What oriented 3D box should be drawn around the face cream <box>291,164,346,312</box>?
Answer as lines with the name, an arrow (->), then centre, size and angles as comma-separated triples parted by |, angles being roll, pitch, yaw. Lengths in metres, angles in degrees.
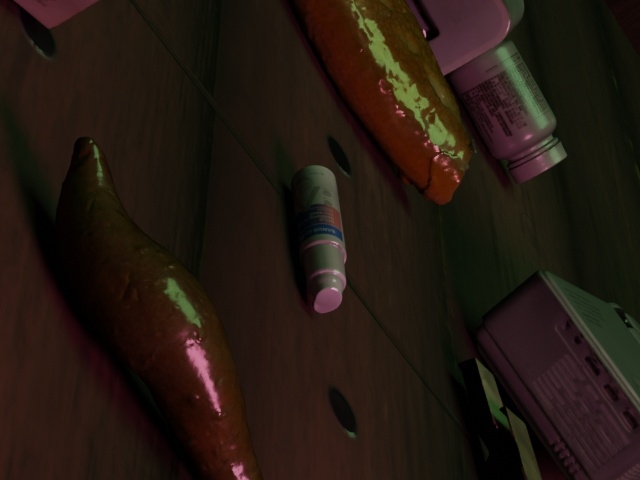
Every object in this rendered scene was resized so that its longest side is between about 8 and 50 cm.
face cream -> 0.000, 0.000, 1.395 | 0.034, 0.034, 0.130 | 49, 22, -36

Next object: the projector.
projector -> 0.248, 0.141, 1.740 | 0.192, 0.099, 0.256 | 57, 15, 24

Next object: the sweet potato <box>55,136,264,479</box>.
sweet potato -> -0.075, 0.063, 1.040 | 0.249, 0.059, 0.069 | 61, -20, -8

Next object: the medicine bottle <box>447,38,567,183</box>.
medicine bottle -> 0.198, -0.134, 2.090 | 0.140, 0.079, 0.079 | 60, 17, -4

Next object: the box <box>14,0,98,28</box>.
box -> -0.231, -0.314, 1.187 | 0.204, 0.051, 0.365 | 40, 27, -51

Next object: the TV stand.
TV stand -> 0.146, 0.192, 1.504 | 0.036, 0.042, 0.249 | 39, 28, -42

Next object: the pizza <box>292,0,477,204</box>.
pizza -> 0.035, -0.199, 1.738 | 0.365, 0.074, 0.182 | 62, 19, 2

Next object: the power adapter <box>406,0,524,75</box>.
power adapter -> 0.124, -0.242, 1.968 | 0.130, 0.125, 0.205 | 60, 16, -4
